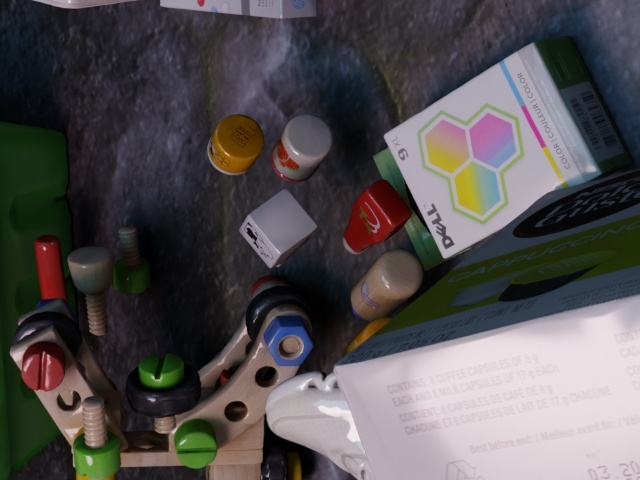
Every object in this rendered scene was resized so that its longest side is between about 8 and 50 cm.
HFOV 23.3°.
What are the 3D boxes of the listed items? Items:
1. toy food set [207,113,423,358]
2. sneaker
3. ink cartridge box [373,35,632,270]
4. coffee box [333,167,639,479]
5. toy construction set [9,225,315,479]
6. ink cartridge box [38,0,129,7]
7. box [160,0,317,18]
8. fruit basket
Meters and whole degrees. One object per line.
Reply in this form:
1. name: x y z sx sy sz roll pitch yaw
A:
1. toy food set: 0.000 0.000 1.235 0.232 0.111 0.104 50 156 5
2. sneaker: 0.087 0.180 1.174 0.292 0.110 0.118 16 70 15
3. ink cartridge box: 0.120 -0.059 1.186 0.209 0.062 0.109 -30 83 37
4. coffee box: 0.273 0.130 0.923 0.337 0.334 0.338 -16 101 36
5. toy construction set: -0.149 0.147 1.351 0.309 0.257 0.237 32 132 49
6. ink cartridge box: -0.237 -0.357 1.342 0.201 0.117 0.278 19 110 31
7. box: -0.071 -0.258 1.261 0.186 0.038 0.145 18 112 53
8. fruit basket: -0.390 0.061 1.393 0.283 0.392 0.392 6 104 35
